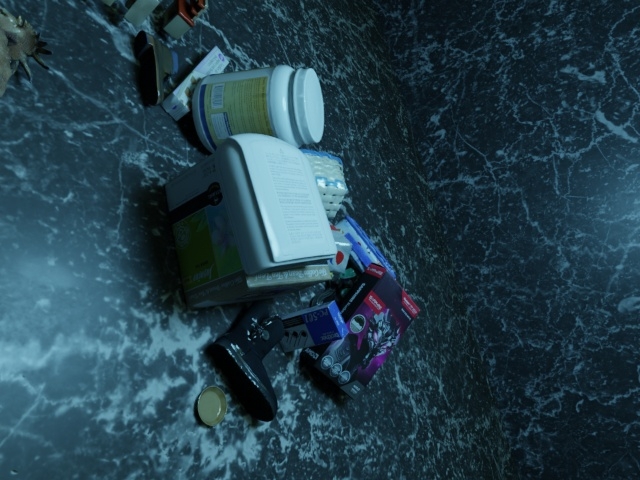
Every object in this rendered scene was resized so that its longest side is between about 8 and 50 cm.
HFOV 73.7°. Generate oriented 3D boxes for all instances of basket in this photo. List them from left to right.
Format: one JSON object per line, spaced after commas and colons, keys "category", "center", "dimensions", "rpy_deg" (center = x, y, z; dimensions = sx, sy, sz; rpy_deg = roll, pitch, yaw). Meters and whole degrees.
{"category": "basket", "center": [-0.053, -0.215, 1.420], "dimensions": [0.254, 0.201, 0.289], "rpy_deg": [6, 45, -23]}

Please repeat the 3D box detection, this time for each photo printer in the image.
{"category": "photo printer", "center": [-0.099, -0.089, 0.955], "dimensions": [0.256, 0.107, 0.308], "rpy_deg": [-6, 76, -56]}

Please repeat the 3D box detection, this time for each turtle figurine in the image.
{"category": "turtle figurine", "center": [0.126, 0.210, 1.483], "dimensions": [0.234, 0.118, 0.175], "rpy_deg": [60, 2, -47]}

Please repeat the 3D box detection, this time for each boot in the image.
{"category": "boot", "center": [-0.414, -0.442, 1.126], "dimensions": [0.106, 0.082, 0.219], "rpy_deg": [5, 66, -53]}
{"category": "boot", "center": [-0.144, 0.296, 1.087], "dimensions": [0.246, 0.094, 0.207], "rpy_deg": [58, 36, -7]}

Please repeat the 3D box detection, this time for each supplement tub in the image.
{"category": "supplement tub", "center": [-0.165, -0.358, 1.188], "dimensions": [0.228, 0.316, 0.228], "rpy_deg": [-1, 90, -74]}

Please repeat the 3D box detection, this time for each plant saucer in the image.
{"category": "plant saucer", "center": [-0.246, 0.372, 0.962], "dimensions": [0.083, 0.015, 0.083], "rpy_deg": [34, 45, -43]}

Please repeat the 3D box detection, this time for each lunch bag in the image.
{"category": "lunch bag", "center": [0.158, 0.058, 1.551], "dimensions": [0.303, 0.115, 0.243], "rpy_deg": [52, -1, 14]}

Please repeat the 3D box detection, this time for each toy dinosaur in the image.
{"category": "toy dinosaur", "center": [-0.593, -0.323, 0.757], "dimensions": [0.200, 0.127, 0.296], "rpy_deg": [86, 14, -72]}

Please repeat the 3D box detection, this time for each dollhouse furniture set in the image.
{"category": "dollhouse furniture set", "center": [-0.442, -0.678, 1.123], "dimensions": [0.259, 0.135, 0.262], "rpy_deg": [29, 37, -46]}

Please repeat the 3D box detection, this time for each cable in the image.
{"category": "cable", "center": [0.033, 0.166, 1.508], "dimensions": [0.287, 0.072, 0.139], "rpy_deg": [-56, 140, -39]}

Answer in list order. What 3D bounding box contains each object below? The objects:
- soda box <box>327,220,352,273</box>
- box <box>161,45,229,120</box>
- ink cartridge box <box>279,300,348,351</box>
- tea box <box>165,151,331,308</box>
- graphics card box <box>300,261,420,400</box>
{"category": "soda box", "center": [0.000, 0.000, 1.323], "dimensions": [0.091, 0.098, 0.286], "rpy_deg": [7, 17, -20]}
{"category": "box", "center": [-0.358, -0.463, 1.241], "dimensions": [0.063, 0.067, 0.324], "rpy_deg": [49, 37, -30]}
{"category": "ink cartridge box", "center": [-0.033, 0.241, 1.185], "dimensions": [0.046, 0.207, 0.097], "rpy_deg": [-32, 99, -58]}
{"category": "tea box", "center": [-0.178, -0.015, 1.103], "dimensions": [0.329, 0.220, 0.324], "rpy_deg": [4, 68, -55]}
{"category": "graphics card box", "center": [0.134, 0.284, 1.343], "dimensions": [0.371, 0.094, 0.233], "rpy_deg": [-49, 122, -13]}
